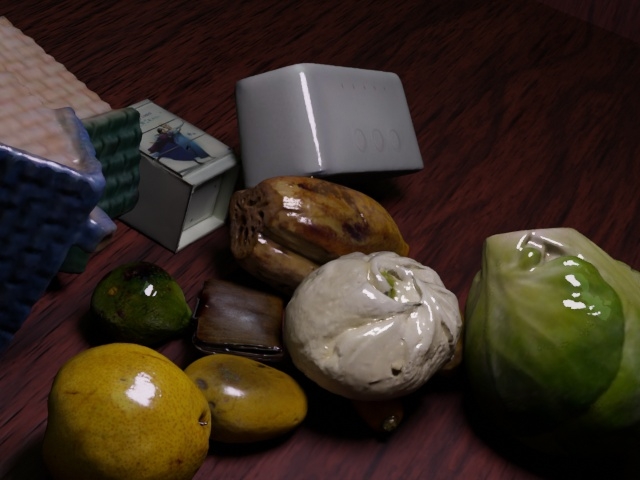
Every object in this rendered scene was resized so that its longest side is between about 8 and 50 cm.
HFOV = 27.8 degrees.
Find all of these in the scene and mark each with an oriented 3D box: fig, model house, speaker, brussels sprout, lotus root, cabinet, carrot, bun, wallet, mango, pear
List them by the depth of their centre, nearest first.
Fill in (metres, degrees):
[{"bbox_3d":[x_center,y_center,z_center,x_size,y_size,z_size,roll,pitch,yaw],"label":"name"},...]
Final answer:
[{"bbox_3d":[-0.231,0.227,1.555,0.209,0.209,0.209,13,32,-8],"label":"pear"},{"bbox_3d":[-0.102,0.211,1.742,0.195,0.098,0.137,0,31,-35],"label":"mango"},{"bbox_3d":[-0.462,-0.059,1.783,0.400,0.395,0.445,35,22,6],"label":"model house"},{"bbox_3d":[0.073,0.100,1.819,0.259,0.160,0.259,8,29,-5],"label":"bun"},{"bbox_3d":[-0.247,0.100,1.854,0.156,0.123,0.123,43,6,-48],"label":"fig"},{"bbox_3d":[0.349,0.144,1.863,0.281,0.289,0.354,-19,86,-38],"label":"brussels sprout"},{"bbox_3d":[0.051,0.194,1.871,0.067,0.067,0.225,-5,36,-32],"label":"carrot"},{"bbox_3d":[-0.119,0.114,1.891,0.137,0.031,0.255,10,16,-4],"label":"wallet"},{"bbox_3d":[0.001,0.008,2.020,0.291,0.193,0.193,15,29,-28],"label":"lotus root"},{"bbox_3d":[-0.259,-0.108,2.109,0.206,0.150,0.145,30,33,19],"label":"cabinet"},{"bbox_3d":[0.015,-0.187,2.194,0.183,0.184,0.406,-10,-1,28],"label":"speaker"}]

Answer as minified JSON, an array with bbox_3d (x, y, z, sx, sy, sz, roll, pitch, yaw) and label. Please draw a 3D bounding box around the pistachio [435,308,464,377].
[{"bbox_3d":[0.171,0.147,1.978,0.110,0.100,0.189,27,30,-25],"label":"pistachio"}]
